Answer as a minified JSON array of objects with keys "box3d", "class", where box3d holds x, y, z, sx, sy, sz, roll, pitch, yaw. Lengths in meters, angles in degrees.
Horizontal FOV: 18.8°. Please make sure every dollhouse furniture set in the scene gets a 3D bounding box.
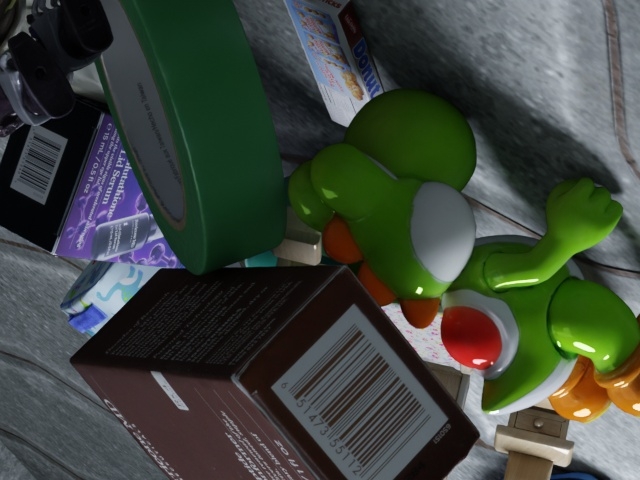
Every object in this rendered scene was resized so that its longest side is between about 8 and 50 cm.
[{"box3d":[0.092,0.145,1.802,0.303,0.173,0.355,12,157,8],"class":"dollhouse furniture set"}]

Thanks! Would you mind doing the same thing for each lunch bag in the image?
[{"box3d":[-0.213,0.034,2.243,0.090,0.176,0.219,42,159,-8],"class":"lunch bag"}]

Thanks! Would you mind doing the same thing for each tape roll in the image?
[{"box3d":[-0.124,-0.132,1.651,0.321,0.077,0.321,160,90,-76],"class":"tape roll"}]

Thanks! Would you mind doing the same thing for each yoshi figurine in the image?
[{"box3d":[0.143,-0.003,1.617,0.362,0.203,0.203,34,-162,-22],"class":"yoshi figurine"}]

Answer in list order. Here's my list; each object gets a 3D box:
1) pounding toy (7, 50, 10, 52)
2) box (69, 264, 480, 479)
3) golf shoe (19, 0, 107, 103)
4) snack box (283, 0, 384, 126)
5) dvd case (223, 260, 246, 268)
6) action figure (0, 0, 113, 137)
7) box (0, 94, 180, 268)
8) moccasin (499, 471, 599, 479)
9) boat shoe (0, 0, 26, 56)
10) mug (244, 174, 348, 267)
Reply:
[{"box3d":[-0.376,-0.239,1.994,0.183,0.110,0.237,50,165,-30],"class":"pounding toy"},{"box3d":[-0.053,0.131,1.647,0.191,0.143,0.381,51,160,-15],"class":"box"},{"box3d":[-0.262,-0.245,1.823,0.306,0.115,0.140,39,157,-3],"class":"golf shoe"},{"box3d":[0.017,-0.152,1.656,0.064,0.022,0.178,28,158,31],"class":"snack box"},{"box3d":[-0.056,0.089,2.039,0.180,0.022,0.253,64,-167,2],"class":"dvd case"},{"box3d":[-0.276,-0.144,1.717,0.099,0.185,0.285,52,151,-11],"class":"action figure"},{"box3d":[-0.215,-0.065,1.947,0.108,0.153,0.207,26,-169,33],"class":"box"},{"box3d":[0.235,0.336,2.197,0.138,0.117,0.342,39,160,1],"class":"moccasin"},{"box3d":[-0.314,-0.245,1.727,0.117,0.096,0.324,31,132,-2],"class":"boat shoe"},{"box3d":[-0.006,-0.004,1.873,0.129,0.097,0.158,25,156,-21],"class":"mug"}]
